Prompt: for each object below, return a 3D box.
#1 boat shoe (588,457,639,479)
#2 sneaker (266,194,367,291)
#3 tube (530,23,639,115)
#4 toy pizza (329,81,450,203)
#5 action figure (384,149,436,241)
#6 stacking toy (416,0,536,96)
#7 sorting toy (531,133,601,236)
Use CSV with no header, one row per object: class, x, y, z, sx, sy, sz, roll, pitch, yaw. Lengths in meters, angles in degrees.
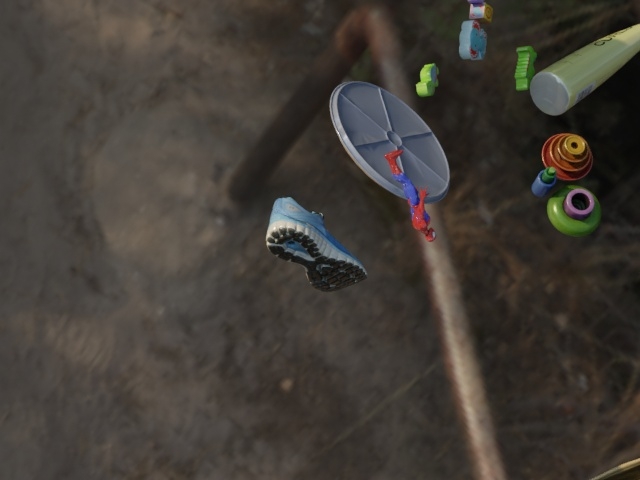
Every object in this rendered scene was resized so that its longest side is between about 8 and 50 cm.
boat shoe,0.429,0.333,1.830,0.089,0.285,0.105,27,45,-33
sneaker,0.000,0.000,1.560,0.162,0.063,0.073,42,35,-46
tube,0.367,-0.238,1.849,0.070,0.062,0.240,28,45,34
toy pizza,0.087,-0.124,1.839,0.201,0.032,0.201,29,38,-25
action figure,0.110,-0.051,1.648,0.030,0.038,0.115,-23,100,-12
stacking toy,0.207,-0.302,1.872,0.052,0.167,0.221,21,71,-51
sorting toy,0.229,-0.057,1.294,0.061,0.042,0.102,-4,68,-9
